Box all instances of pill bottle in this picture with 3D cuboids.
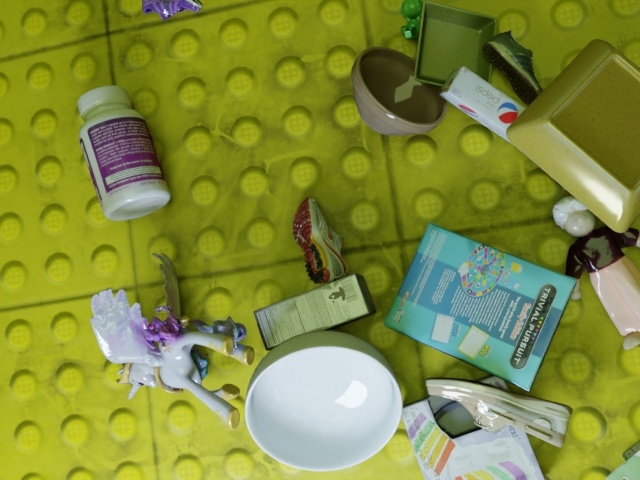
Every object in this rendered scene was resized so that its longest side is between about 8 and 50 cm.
[{"bbox_3d":[-0.486,-0.214,1.788,0.169,0.169,0.301,-21,81,8],"label":"pill bottle"}]

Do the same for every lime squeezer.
[{"bbox_3d":[0.208,-0.544,1.725,0.059,0.110,0.310,-13,51,26],"label":"lime squeezer"}]

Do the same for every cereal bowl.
[{"bbox_3d":[0.006,0.334,1.618,0.339,0.141,0.338,0,116,-1],"label":"cereal bowl"}]

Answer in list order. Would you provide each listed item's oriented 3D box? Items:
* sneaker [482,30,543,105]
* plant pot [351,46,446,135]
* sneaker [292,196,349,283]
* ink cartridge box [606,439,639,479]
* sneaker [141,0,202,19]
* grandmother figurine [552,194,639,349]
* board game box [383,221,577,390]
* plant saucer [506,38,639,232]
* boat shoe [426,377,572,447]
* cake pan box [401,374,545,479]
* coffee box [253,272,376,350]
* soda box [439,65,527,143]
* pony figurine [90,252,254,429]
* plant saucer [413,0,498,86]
[{"bbox_3d":[0.461,-0.397,1.672,0.086,0.064,0.192,-43,91,-19],"label":"sneaker"},{"bbox_3d":[0.160,-0.318,1.675,0.237,0.237,0.109,51,135,11],"label":"plant pot"},{"bbox_3d":[0.000,0.000,1.717,0.088,0.093,0.225,-46,53,48],"label":"sneaker"},{"bbox_3d":[0.711,0.467,1.539,0.209,0.062,0.109,-41,78,5],"label":"ink cartridge box"},{"bbox_3d":[-0.377,-0.594,1.868,0.170,0.068,0.071,11,102,20],"label":"sneaker"},{"bbox_3d":[0.620,0.049,1.582,0.208,0.104,0.342,-32,82,-2],"label":"grandmother figurine"},{"bbox_3d":[0.344,0.141,1.601,0.336,0.079,0.253,23,84,21],"label":"board game box"},{"bbox_3d":[0.626,-0.242,1.567,0.333,0.081,0.333,43,79,8],"label":"plant saucer"},{"bbox_3d":[0.364,0.354,1.533,0.303,0.109,0.098,13,84,6],"label":"boat shoe"},{"bbox_3d":[0.329,0.442,1.615,0.246,0.070,0.266,-20,80,6],"label":"cake pan box"},{"bbox_3d":[-0.010,0.163,1.672,0.247,0.141,0.098,-21,81,10],"label":"coffee box"},{"bbox_3d":[0.376,-0.298,1.638,0.216,0.074,0.069,32,91,-10],"label":"soda box"},{"bbox_3d":[-0.337,0.236,1.668,0.364,0.303,0.350,8,112,25],"label":"pony figurine"},{"bbox_3d":[0.304,-0.435,1.690,0.188,0.045,0.188,9,86,-15],"label":"plant saucer"}]
